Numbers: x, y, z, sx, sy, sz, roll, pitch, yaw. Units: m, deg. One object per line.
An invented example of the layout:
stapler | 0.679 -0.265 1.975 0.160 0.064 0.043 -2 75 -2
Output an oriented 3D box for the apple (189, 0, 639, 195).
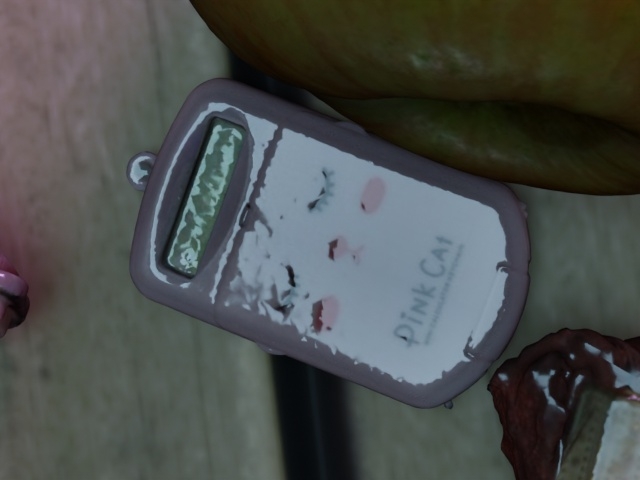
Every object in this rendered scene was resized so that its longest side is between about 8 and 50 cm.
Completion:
apple | 0.074 -0.147 0.526 0.264 0.264 0.264 1 93 10

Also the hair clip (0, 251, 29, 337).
hair clip | -0.197 0.011 0.658 0.138 0.123 0.102 43 79 9

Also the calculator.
calculator | 0.000 0.000 0.658 0.175 0.032 0.100 21 97 9

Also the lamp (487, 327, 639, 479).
lamp | 0.143 0.155 0.582 0.223 0.151 0.215 17 92 11
